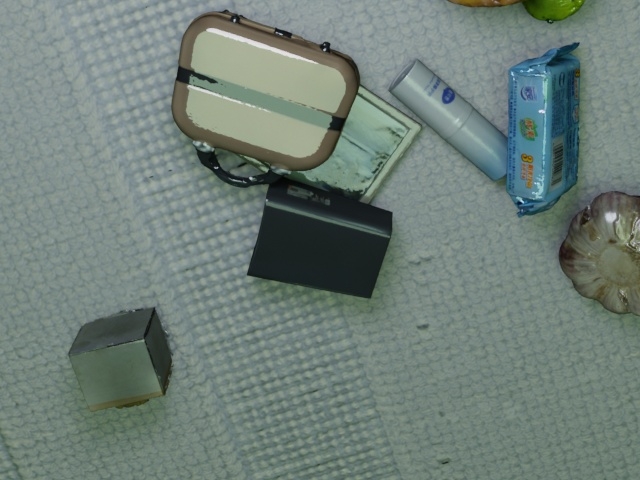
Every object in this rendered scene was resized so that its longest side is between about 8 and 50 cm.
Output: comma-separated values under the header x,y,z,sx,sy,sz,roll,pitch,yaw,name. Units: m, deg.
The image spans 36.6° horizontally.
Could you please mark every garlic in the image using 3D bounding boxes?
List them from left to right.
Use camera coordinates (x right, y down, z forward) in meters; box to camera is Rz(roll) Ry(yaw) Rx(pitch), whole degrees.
x,y,z,sx,sy,sz,roll,pitch,yaw,name
0.558,0.018,1.727,0.245,0.160,0.245,15,119,29,garlic

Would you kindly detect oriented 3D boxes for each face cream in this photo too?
x,y,z,sx,sy,sz,roll,pitch,yaw,name
0.236,-0.209,1.686,0.250,0.077,0.077,38,103,-13,face cream

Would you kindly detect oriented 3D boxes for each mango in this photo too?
x,y,z,sx,sy,sz,roll,pitch,yaw,name
0.379,-0.451,1.602,0.119,0.100,0.178,-13,101,14,mango

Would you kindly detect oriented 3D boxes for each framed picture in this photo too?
x,y,z,sx,sy,sz,roll,pitch,yaw,name
-0.012,-0.194,1.714,0.315,0.024,0.232,32,104,-10,framed picture

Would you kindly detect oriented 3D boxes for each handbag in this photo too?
x,y,z,sx,sy,sz,roll,pitch,yaw,name
-0.105,-0.219,1.623,0.302,0.149,0.283,17,108,-7,handbag

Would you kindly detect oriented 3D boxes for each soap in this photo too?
x,y,z,sx,sy,sz,roll,pitch,yaw,name
0.384,-0.187,1.658,0.077,0.156,0.293,9,110,36,soap

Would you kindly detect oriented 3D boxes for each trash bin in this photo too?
x,y,z,sx,sy,sz,roll,pitch,yaw,name
0.000,0.000,1.710,0.226,0.115,0.165,15,117,-2,trash bin

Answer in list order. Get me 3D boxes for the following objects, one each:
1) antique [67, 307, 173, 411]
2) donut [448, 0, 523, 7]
x,y,z,sx,sy,sz,roll,pitch,yaw,name
-0.358,0.222,1.776,0.152,0.146,0.148,-13,109,4,antique
0.292,-0.492,1.528,0.278,0.108,0.277,-1,87,35,donut
